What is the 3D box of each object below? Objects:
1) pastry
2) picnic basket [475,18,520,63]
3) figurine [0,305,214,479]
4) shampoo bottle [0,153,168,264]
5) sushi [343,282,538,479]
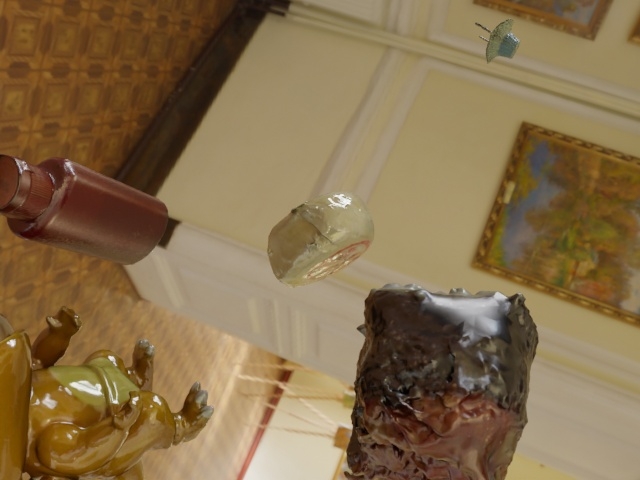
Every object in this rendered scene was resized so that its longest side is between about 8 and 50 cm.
[{"bbox_3d":[0.001,0.000,1.500,0.265,0.133,0.265,-27,166,-7],"label":"pastry"},{"bbox_3d":[0.304,-0.347,1.199,0.083,0.083,0.065,-61,165,9],"label":"picnic basket"},{"bbox_3d":[-0.323,0.227,0.738,0.387,0.401,0.268,4,122,-43],"label":"figurine"},{"bbox_3d":[-0.278,-0.035,0.797,0.102,0.064,0.260,-52,159,3],"label":"shampoo bottle"},{"bbox_3d":[0.109,0.179,0.722,0.343,0.197,0.181,82,30,-55],"label":"sushi"}]
